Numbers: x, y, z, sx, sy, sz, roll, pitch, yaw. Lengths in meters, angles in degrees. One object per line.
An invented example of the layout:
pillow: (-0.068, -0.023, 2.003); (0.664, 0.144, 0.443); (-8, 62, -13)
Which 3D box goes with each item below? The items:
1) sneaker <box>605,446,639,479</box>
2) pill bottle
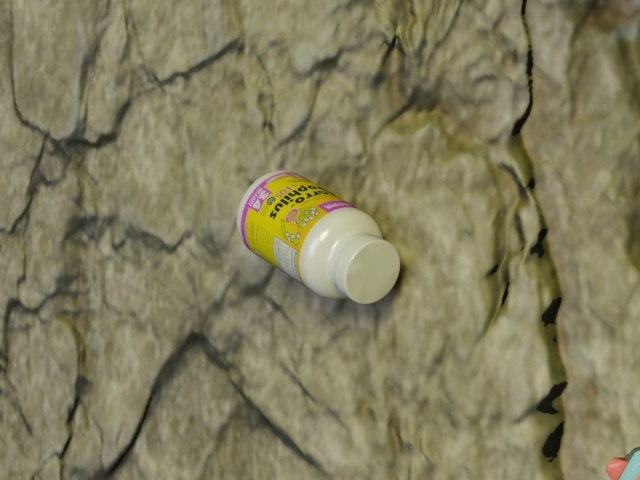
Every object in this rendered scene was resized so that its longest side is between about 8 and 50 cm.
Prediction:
sneaker: (0.178, 0.066, 0.605); (0.125, 0.104, 0.262); (44, 120, 43)
pill bottle: (0.000, 0.000, 0.886); (0.083, 0.043, 0.043); (31, 110, 49)
